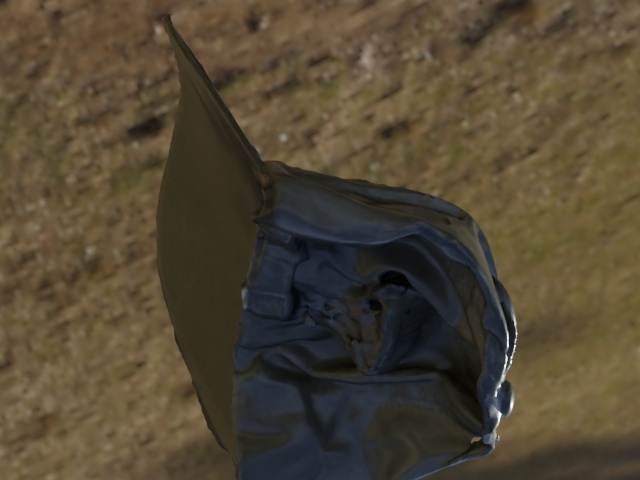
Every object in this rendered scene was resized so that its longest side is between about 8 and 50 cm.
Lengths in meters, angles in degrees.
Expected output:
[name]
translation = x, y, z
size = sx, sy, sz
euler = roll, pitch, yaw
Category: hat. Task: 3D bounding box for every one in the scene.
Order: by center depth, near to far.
[hat]
translation = 0.000, 0.000, 0.829
size = 0.149, 0.245, 0.214
euler = -2, 136, -10
